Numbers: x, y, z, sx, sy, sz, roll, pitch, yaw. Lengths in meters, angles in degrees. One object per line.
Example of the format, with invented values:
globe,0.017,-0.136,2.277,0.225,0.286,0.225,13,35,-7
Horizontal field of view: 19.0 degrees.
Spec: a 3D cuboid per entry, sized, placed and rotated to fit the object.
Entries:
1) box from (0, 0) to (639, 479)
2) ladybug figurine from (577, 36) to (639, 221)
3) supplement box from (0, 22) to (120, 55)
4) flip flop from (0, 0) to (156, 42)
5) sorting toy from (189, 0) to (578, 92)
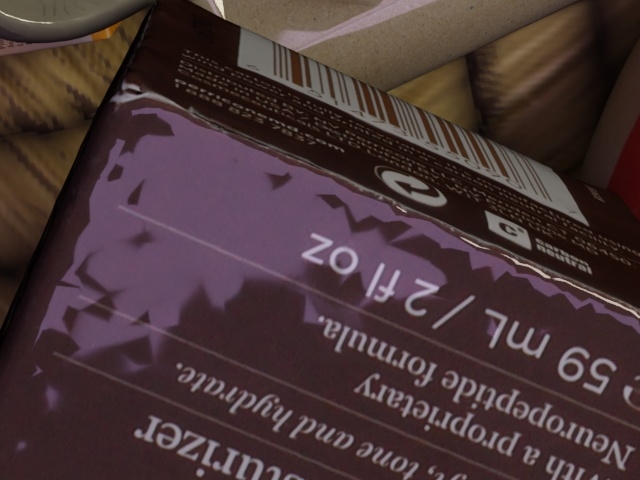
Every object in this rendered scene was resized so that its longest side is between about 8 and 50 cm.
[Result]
box,-0.015,0.061,0.548,0.168,0.167,0.203,23,103,-8
ladybug figurine,0.272,-0.026,0.613,0.449,0.162,0.305,-42,95,4
supplement box,-0.121,-0.092,0.641,0.098,0.036,0.062,-9,108,6
flip flop,-0.008,-0.163,0.581,0.277,0.080,0.112,-38,98,-5
sorting toy,-0.018,-0.153,0.651,0.307,0.041,0.229,-25,104,5
